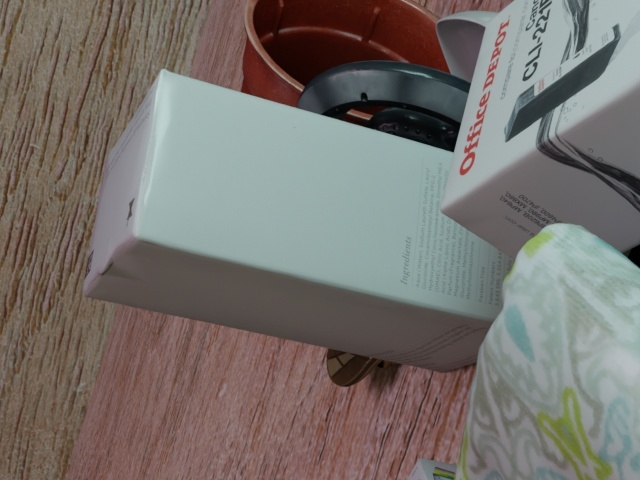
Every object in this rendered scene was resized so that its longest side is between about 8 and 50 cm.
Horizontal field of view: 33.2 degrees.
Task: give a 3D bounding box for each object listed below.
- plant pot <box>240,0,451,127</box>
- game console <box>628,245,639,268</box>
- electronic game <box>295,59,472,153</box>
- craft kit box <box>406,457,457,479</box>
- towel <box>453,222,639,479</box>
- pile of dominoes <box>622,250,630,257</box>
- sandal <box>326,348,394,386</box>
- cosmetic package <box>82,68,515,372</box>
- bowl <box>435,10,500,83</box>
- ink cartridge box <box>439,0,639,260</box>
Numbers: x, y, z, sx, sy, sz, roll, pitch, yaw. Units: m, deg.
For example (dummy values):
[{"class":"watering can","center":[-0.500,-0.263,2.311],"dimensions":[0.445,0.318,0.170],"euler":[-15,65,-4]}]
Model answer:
[{"class":"plant pot","center":[0.010,-0.123,1.249],"dimensions":[0.272,0.272,0.265],"euler":[-96,22,-45]},{"class":"game console","center":[0.304,-0.164,0.770],"dimensions":[0.386,0.060,0.342],"euler":[-100,32,-48]},{"class":"electronic game","center":[0.086,-0.095,1.022],"dimensions":[0.229,0.229,0.048],"euler":[-36,32,59]},{"class":"craft kit box","center":[0.090,0.367,0.947],"dimensions":[0.246,0.061,0.249],"euler":[-109,40,-61]},{"class":"towel","center":[0.170,0.226,0.531],"dimensions":[0.320,0.090,0.374],"euler":[46,140,44]},{"class":"pile of dominoes","center":[0.161,0.067,0.795],"dimensions":[0.196,0.040,0.251],"euler":[129,157,-68]},{"class":"sandal","center":[0.073,0.108,1.196],"dimensions":[0.180,0.049,0.072],"euler":[-44,39,29]},{"class":"cosmetic package","center":[0.000,0.000,0.968],"dimensions":[0.217,0.385,0.156],"euler":[-31,47,61]},{"class":"bowl","center":[0.176,-0.160,1.032],"dimensions":[0.053,0.142,0.142],"euler":[-30,20,-10]},{"class":"ink cartridge box","center":[0.214,-0.116,0.687],"dimensions":[0.273,0.114,0.197],"euler":[-37,28,50]}]
